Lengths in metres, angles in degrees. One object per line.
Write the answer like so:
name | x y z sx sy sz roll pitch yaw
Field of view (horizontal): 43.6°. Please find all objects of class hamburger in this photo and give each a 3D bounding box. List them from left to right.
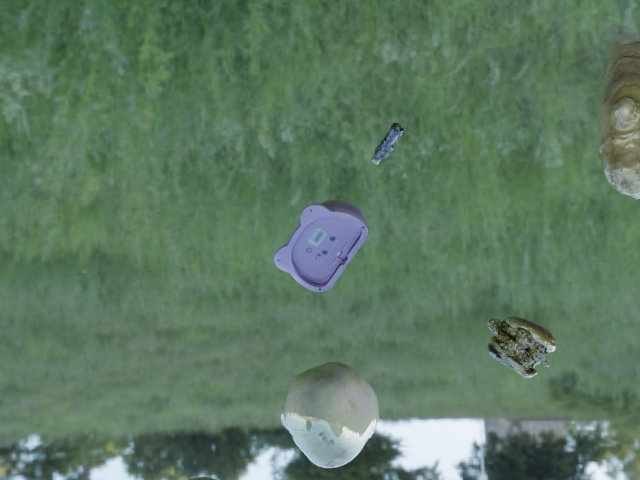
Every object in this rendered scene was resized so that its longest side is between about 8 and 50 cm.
hamburger | 0.504 0.255 2.031 0.184 0.131 0.159 34 -173 9

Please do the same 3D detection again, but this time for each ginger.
ginger | 0.574 -0.236 1.466 0.126 0.354 0.190 -10 138 32

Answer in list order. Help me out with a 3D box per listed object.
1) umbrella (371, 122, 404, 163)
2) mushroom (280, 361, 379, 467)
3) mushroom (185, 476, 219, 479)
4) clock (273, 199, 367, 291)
umbrella | 0.163 -0.235 1.954 0.040 0.037 0.144 1 151 -22
mushroom | 0.004 0.418 1.922 0.234 0.254 0.260 -23 137 39
mushroom | -0.214 0.553 1.500 0.195 0.254 0.189 22 -139 18
clock | 0.000 0.000 1.262 0.110 0.153 0.050 27 -151 -13
